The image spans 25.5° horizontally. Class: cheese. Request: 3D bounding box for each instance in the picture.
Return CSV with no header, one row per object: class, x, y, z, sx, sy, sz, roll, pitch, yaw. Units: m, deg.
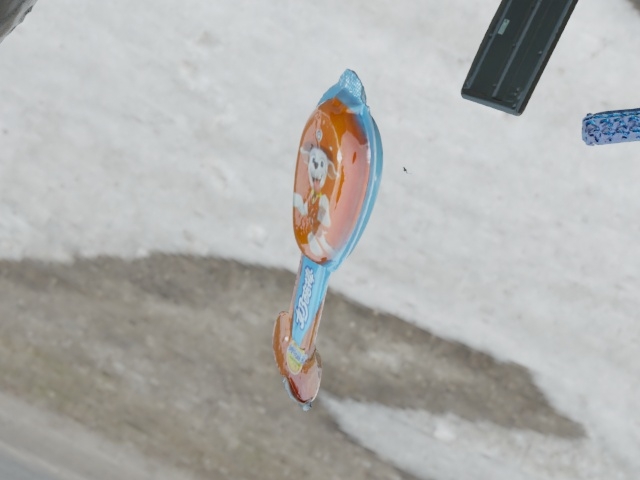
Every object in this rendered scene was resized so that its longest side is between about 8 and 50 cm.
cheese,0.000,0.000,1.025,0.037,0.256,0.106,2,-155,-26

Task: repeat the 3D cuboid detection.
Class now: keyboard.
keyboard,0.213,-0.219,1.502,0.041,0.381,0.103,35,174,-42

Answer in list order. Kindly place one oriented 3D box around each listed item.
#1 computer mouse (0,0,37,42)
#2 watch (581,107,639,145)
computer mouse,-0.163,-0.072,0.405,0.100,0.269,0.170,55,148,1
watch,0.433,-0.062,1.346,0.276,0.274,0.068,62,-172,15
